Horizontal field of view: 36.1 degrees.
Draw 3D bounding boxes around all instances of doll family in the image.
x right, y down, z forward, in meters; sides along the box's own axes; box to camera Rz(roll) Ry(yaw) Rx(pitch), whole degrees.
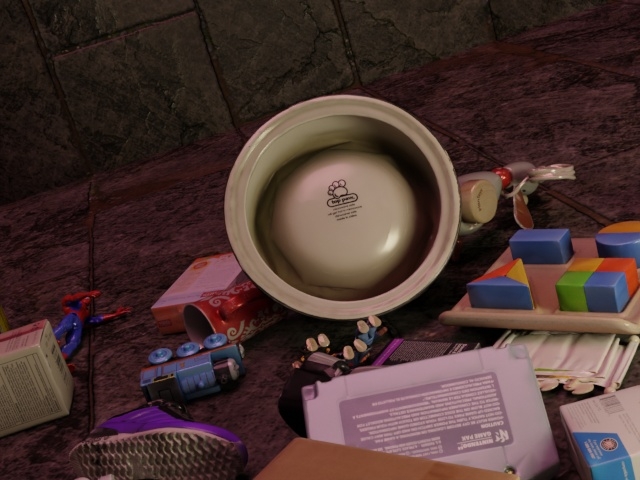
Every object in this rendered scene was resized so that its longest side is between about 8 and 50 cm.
[{"bbox_3d":[0.025,0.185,1.542,0.193,0.111,0.076,-15,56,-12],"label":"doll family"}]

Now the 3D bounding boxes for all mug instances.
[{"bbox_3d":[-0.139,0.134,1.777,0.169,0.113,0.150,-25,14,-33],"label":"mug"}]

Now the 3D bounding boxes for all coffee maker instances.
[{"bbox_3d":[0.033,0.235,1.350,0.178,0.120,0.171,0,27,41],"label":"coffee maker"}]

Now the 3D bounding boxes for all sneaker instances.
[{"bbox_3d":[-0.221,0.286,1.447,0.293,0.102,0.146,-6,22,28],"label":"sneaker"}]

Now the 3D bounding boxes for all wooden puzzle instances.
[{"bbox_3d":[0.398,0.046,1.576,0.322,0.080,0.348,-1,21,38],"label":"wooden puzzle"}]

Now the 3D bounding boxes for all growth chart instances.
[{"bbox_3d":[0.338,0.171,1.416,0.237,0.021,0.172,1,27,41],"label":"growth chart"}]

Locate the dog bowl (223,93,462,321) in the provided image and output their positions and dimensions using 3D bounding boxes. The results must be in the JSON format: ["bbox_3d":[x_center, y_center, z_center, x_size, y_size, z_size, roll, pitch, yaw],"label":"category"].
[{"bbox_3d":[0.041,-0.043,1.736,0.408,0.407,0.150,-18,-15,-2],"label":"dog bowl"}]

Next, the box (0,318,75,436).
[{"bbox_3d":[-0.575,0.258,1.742,0.232,0.148,0.127,-18,20,-3],"label":"box"}]

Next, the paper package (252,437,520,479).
[{"bbox_3d":[0.016,0.366,0.951,0.310,0.168,0.325,1,26,38],"label":"paper package"}]

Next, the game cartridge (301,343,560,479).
[{"bbox_3d":[0.131,0.242,1.203,0.294,0.060,0.196,-11,52,4],"label":"game cartridge"}]

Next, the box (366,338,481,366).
[{"bbox_3d":[0.151,0.193,1.498,0.162,0.029,0.116,-3,25,38],"label":"box"}]

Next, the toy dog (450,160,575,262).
[{"bbox_3d":[0.323,-0.056,1.909,0.334,0.160,0.220,-9,12,-25],"label":"toy dog"}]

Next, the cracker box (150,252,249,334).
[{"bbox_3d":[-0.220,0.101,1.989,0.156,0.067,0.232,-9,20,22],"label":"cracker box"}]

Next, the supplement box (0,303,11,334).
[{"bbox_3d":[-0.753,0.185,2.014,0.194,0.195,0.356,-22,21,-14],"label":"supplement box"}]

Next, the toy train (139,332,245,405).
[{"bbox_3d":[-0.216,0.223,1.656,0.184,0.080,0.105,-15,29,0],"label":"toy train"}]

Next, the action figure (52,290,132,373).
[{"bbox_3d":[-0.474,0.163,2.001,0.139,0.091,0.280,-23,21,4],"label":"action figure"}]

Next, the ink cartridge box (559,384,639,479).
[{"bbox_3d":[0.410,0.224,1.132,0.231,0.078,0.134,-16,21,4],"label":"ink cartridge box"}]

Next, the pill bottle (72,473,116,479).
[{"bbox_3d":[-0.347,0.376,1.337,0.152,0.086,0.086,-19,20,-8],"label":"pill bottle"}]
